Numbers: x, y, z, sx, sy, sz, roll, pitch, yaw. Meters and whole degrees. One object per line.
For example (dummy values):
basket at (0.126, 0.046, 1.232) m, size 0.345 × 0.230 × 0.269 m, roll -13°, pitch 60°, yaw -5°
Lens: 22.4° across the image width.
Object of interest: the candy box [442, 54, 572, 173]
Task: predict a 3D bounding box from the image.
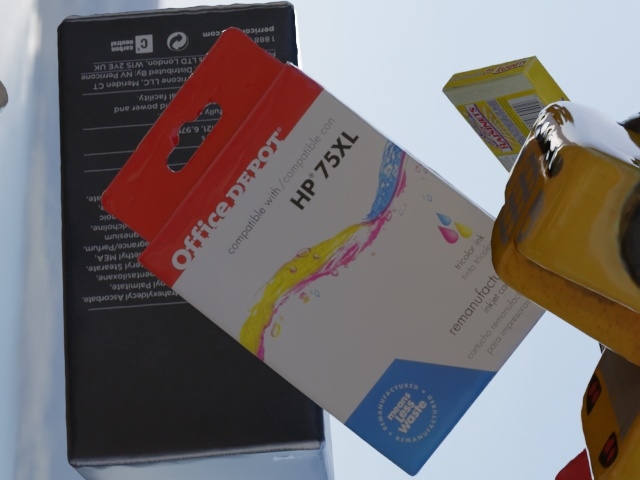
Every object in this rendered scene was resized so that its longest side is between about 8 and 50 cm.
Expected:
candy box at (0.200, -0.067, 1.365) m, size 0.105 × 0.206 × 0.027 m, roll -4°, pitch -136°, yaw 56°

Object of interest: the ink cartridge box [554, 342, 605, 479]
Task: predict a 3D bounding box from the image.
ink cartridge box at (0.319, 0.077, 0.929) m, size 0.309 × 0.272 × 0.130 m, roll 23°, pitch -37°, yaw 43°

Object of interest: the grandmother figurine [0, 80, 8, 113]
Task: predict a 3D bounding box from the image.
grandmother figurine at (-0.378, -0.015, 1.103) m, size 0.342 × 0.208 × 0.104 m, roll -53°, pitch 156°, yaw -28°

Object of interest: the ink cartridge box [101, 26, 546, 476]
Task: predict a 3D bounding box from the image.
ink cartridge box at (0.000, 0.000, 0.863) m, size 0.134 × 0.231 × 0.078 m, roll -53°, pitch 177°, yaw 5°

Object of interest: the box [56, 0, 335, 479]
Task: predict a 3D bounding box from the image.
box at (-0.106, 0.030, 1.459) m, size 0.293 × 0.212 × 0.395 m, roll 84°, pitch 1°, yaw -71°

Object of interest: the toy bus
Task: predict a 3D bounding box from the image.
toy bus at (0.217, 0.066, 0.619) m, size 0.108 × 0.332 × 0.130 m, roll -77°, pitch -168°, yaw -73°
